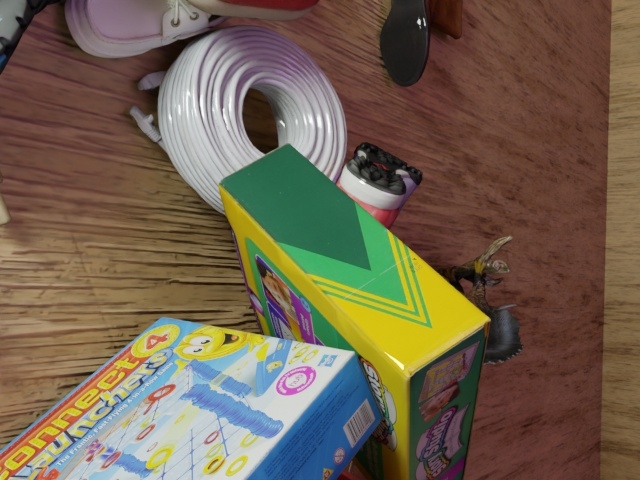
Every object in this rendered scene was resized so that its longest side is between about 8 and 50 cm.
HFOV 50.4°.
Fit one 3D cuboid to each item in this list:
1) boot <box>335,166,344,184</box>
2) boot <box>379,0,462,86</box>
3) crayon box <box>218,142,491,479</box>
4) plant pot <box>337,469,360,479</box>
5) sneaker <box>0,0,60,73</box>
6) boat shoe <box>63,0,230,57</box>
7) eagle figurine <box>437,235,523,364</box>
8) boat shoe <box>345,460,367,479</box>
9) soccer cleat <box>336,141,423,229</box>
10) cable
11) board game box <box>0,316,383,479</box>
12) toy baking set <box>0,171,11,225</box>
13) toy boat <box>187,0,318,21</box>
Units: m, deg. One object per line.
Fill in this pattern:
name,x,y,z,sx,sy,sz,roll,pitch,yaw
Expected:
boot,0.000,0.000,1.023,0.262,0.095,0.203,53,50,-34
boot,0.207,-0.424,1.330,0.280,0.096,0.264,-11,92,-60
crayon box,0.036,0.118,0.789,0.106,0.313,0.363,-32,143,-20
plant pot,-0.070,0.413,0.794,0.275,0.275,0.243,1,114,-53
sneaker,-0.289,-0.273,0.620,0.140,0.125,0.340,39,49,-23
boat shoe,-0.169,-0.287,0.798,0.277,0.096,0.098,-40,121,-45
eagle figurine,0.266,0.159,1.304,0.226,0.225,0.298,85,16,-50
boat shoe,0.039,0.467,1.047,0.122,0.120,0.324,59,40,-37
soccer cleat,0.072,-0.063,0.966,0.116,0.109,0.318,-64,175,17
cable,-0.078,-0.150,0.869,0.257,0.089,0.257,54,52,-18
board game box,-0.152,0.210,0.635,0.308,0.302,0.086,-43,122,-38
toy baking set,-0.379,-0.077,0.578,0.197,0.030,0.256,-30,114,-49
toy boat,-0.067,-0.341,0.748,0.231,0.151,0.151,-19,71,-51
